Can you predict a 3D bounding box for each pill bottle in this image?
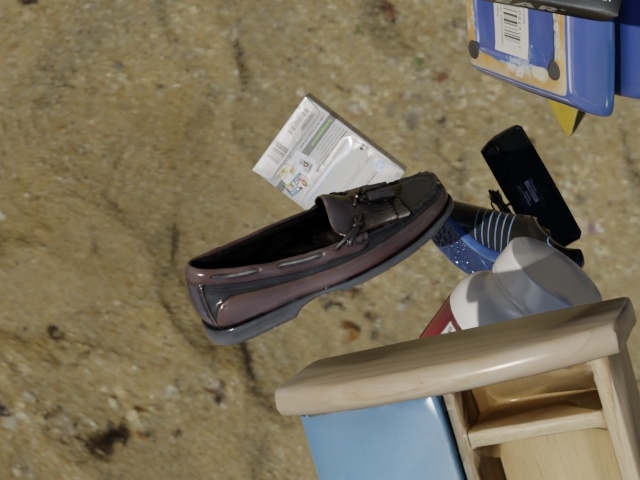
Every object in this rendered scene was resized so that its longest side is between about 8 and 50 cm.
[{"bbox_3d":[0.100,0.075,0.709,0.086,0.086,0.152,14,123,-33],"label":"pill bottle"}]

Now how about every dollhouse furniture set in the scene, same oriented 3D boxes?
[{"bbox_3d":[0.071,0.149,0.320,0.303,0.286,0.198,-29,103,-65],"label":"dollhouse furniture set"}]

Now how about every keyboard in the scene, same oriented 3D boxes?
[{"bbox_3d":[0.291,-0.064,1.699,0.100,0.038,0.192,-30,92,-4],"label":"keyboard"}]

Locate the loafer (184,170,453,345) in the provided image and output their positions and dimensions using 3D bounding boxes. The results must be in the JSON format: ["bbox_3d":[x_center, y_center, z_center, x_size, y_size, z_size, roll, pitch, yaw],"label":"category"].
[{"bbox_3d":[0.000,0.000,1.226,0.302,0.109,0.095,-30,119,-9],"label":"loafer"}]

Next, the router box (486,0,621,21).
[{"bbox_3d":[0.123,-0.230,0.790,0.179,0.046,0.133,11,95,1],"label":"router box"}]

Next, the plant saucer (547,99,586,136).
[{"bbox_3d":[0.439,-0.381,1.808,0.333,0.081,0.333,-54,159,-37],"label":"plant saucer"}]

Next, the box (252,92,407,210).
[{"bbox_3d":[0.014,-0.108,1.759,0.186,0.038,0.145,37,110,0],"label":"box"}]

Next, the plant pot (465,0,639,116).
[{"bbox_3d":[0.262,-0.247,1.091,0.212,0.236,0.236,-17,116,-21],"label":"plant pot"}]

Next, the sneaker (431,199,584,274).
[{"bbox_3d":[0.220,0.000,1.442,0.090,0.232,0.081,-34,136,-19],"label":"sneaker"}]
